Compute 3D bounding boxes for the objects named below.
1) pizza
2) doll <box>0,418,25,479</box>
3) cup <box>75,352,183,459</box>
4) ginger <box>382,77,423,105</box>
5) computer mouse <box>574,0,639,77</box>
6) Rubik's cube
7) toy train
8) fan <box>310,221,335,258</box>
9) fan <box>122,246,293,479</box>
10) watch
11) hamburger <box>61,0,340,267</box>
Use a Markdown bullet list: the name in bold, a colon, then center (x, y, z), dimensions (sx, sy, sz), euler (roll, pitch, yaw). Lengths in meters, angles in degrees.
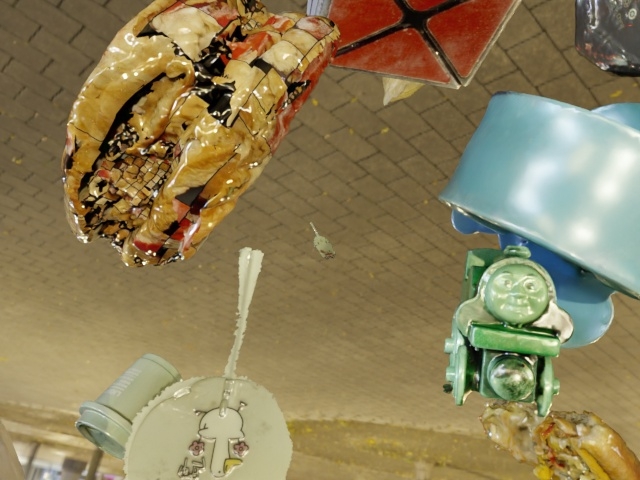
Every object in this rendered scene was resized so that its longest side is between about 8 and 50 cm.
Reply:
- **pizza**: center (0.325, 0.285, 0.803), dimensions (0.288, 0.074, 0.251), euler (32, 156, 35)
- **doll**: center (-0.373, 0.209, 0.479), dimensions (0.221, 0.221, 0.251), euler (11, 157, -2)
- **cup**: center (-0.282, 0.245, 0.896), dimensions (0.120, 0.141, 0.120), euler (17, 138, 16)
- **ginger**: center (0.179, -0.368, 1.293), dimensions (0.115, 0.122, 0.193), euler (-15, -166, 7)
- **computer mouse**: center (0.243, -0.173, 0.380), dimensions (0.062, 0.105, 0.192), euler (-7, 166, -23)
- **Rubik's cube**: center (0.122, -0.397, 0.811), dimensions (0.259, 0.260, 0.255), euler (5, 155, -11)
- **toy train**: center (0.124, 0.057, 0.409), dimensions (0.071, 0.104, 0.178), euler (7, 179, 11)
- **fan**: center (0.000, 0.000, 1.146), dimensions (0.004, 0.083, 0.056), euler (-36, 164, 30)
- **fan**: center (-0.131, 0.214, 0.820), dimensions (0.233, 0.414, 0.012), euler (15, 176, -21)
- **watch**: center (0.177, -0.030, 0.445), dimensions (0.211, 0.210, 0.193), euler (-5, 169, 28)
- **hamburger**: center (-0.085, -0.080, 0.413), dimensions (0.107, 0.231, 0.231), euler (33, 149, -11)
